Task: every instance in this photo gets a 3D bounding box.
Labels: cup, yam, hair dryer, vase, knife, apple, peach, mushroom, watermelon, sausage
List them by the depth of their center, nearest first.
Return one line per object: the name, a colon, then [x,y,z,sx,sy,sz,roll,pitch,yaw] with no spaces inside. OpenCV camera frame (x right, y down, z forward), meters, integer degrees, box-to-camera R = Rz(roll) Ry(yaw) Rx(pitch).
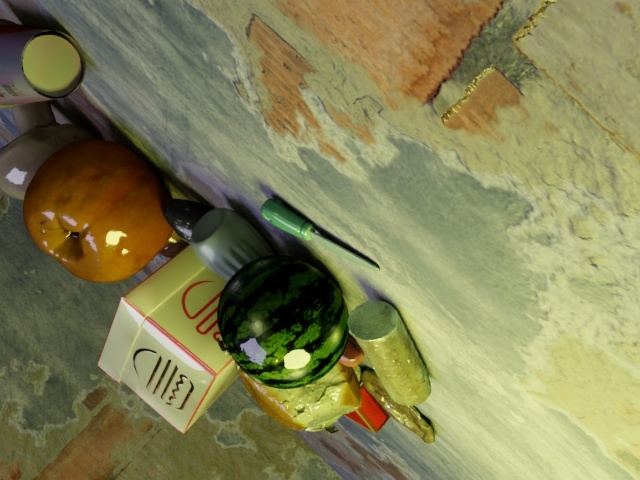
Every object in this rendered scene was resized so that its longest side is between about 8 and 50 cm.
knife: [0.000,0.001,1.430,0.260,0.035,0.063,31,163,26]
yam: [0.134,0.215,1.522,0.093,0.093,0.259,29,157,40]
watermelon: [-0.069,0.161,1.600,0.269,0.269,0.269,39,162,15]
cup: [-0.613,-0.367,1.719,0.288,0.203,0.203,14,147,48]
vase: [-0.154,0.041,1.722,0.248,0.128,0.128,44,166,-33]
sausage: [0.053,0.238,1.812,0.094,0.059,0.054,36,174,10]
hair dryer: [-0.235,0.000,1.928,0.235,0.091,0.272,30,173,9]
peach: [-0.508,-0.078,1.936,0.342,0.302,0.343,20,137,20]
mushroom: [-0.718,-0.251,2.145,0.292,0.292,0.290,137,116,-73]
apple: [-0.395,-0.016,2.151,0.126,0.102,0.126,34,163,12]

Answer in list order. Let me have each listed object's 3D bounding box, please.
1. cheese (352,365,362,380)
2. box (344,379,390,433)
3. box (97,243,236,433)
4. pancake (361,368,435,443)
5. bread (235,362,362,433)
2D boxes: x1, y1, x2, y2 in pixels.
cheese: [0.079,0.311,1.972,0.044,0.030,0.083,37,157,22]
box: [0.059,0.399,2.165,0.239,0.074,0.153,17,152,54]
box: [-0.331,0.240,2.101,0.300,0.312,0.314,38,134,7]
pancake: [0.180,0.386,1.926,0.235,0.029,0.212,45,164,1]
bread: [-0.044,0.323,1.925,0.279,0.225,0.250,46,164,21]
